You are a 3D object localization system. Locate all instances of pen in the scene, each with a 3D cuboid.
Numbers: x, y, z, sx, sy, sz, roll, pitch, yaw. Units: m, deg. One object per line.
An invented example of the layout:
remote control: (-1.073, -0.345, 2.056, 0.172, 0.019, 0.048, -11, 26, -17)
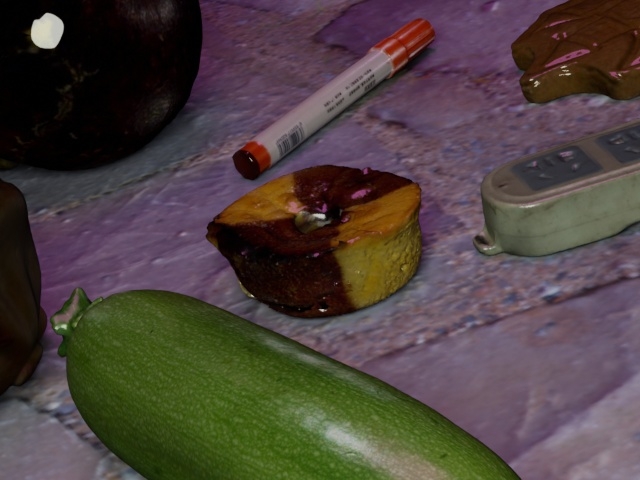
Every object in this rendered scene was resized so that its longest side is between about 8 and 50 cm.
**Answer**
pen: (0.014, -0.111, 1.511, 0.028, 0.028, 0.239, 8, 34, 37)

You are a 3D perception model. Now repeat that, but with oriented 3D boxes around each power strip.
power strip: (0.230, -0.052, 1.271, 0.286, 0.048, 0.080, -18, 26, -6)

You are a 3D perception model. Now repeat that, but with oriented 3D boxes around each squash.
squash: (-0.034, 0.100, 1.031, 0.107, 0.107, 0.395, -29, 31, -28)

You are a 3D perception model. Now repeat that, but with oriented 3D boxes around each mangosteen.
mangosteen: (-0.213, -0.148, 1.524, 0.265, 0.228, 0.228, -45, 0, 44)

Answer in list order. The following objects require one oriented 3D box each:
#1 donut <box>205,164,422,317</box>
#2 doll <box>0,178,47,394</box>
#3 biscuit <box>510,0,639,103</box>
donut: (0.000, 0.000, 1.263, 0.140, 0.059, 0.140, -12, 26, 6)
doll: (-0.328, -0.001, 1.212, 0.340, 0.209, 0.318, 18, 22, 22)
biscuit: (0.235, -0.157, 1.487, 0.215, 0.034, 0.182, -27, 29, -26)
